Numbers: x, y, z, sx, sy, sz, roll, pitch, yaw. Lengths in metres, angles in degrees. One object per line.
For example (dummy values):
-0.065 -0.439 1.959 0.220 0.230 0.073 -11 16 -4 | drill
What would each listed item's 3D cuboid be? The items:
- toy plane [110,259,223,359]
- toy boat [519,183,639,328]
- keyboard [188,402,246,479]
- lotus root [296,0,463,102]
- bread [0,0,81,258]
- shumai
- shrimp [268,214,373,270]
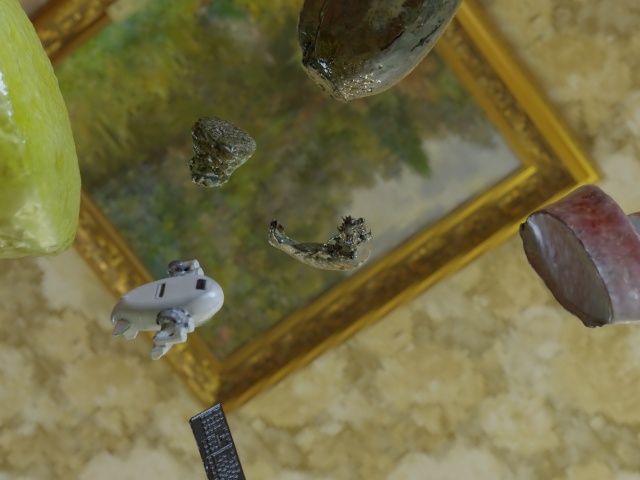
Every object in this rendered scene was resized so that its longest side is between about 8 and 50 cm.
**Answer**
-0.215 0.095 2.098 0.174 0.080 0.174 -17 -142 14 | toy plane
0.360 0.004 1.486 0.282 0.096 0.206 -12 -142 -26 | toy boat
-0.115 0.272 1.781 0.053 0.155 0.010 -27 -164 -39 | keyboard
0.083 -0.285 1.729 0.152 0.160 0.275 37 -85 45 | lotus root
-0.438 -0.118 1.679 0.308 0.348 0.348 -18 -169 2 | bread
-0.130 -0.101 1.835 0.083 0.082 0.080 6 131 -37 | shumai
0.000 0.000 2.097 0.217 0.150 0.051 114 -12 -70 | shrimp
